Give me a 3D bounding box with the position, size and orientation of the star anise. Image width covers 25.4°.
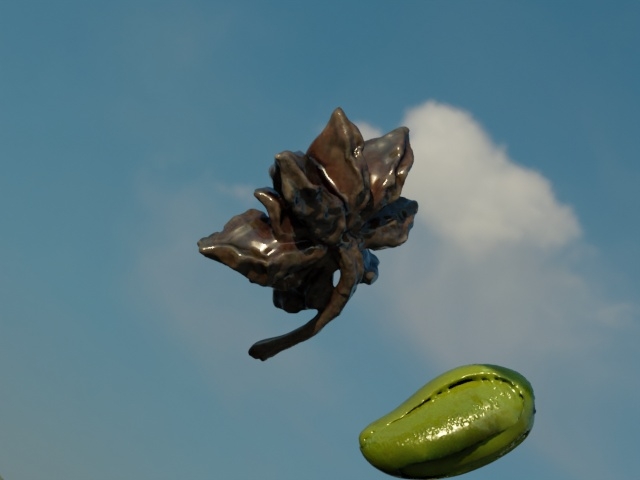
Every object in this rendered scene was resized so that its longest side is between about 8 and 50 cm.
[{"bbox_3d":[0.000,0.001,1.170,0.089,0.209,0.231,47,-30,44],"label":"star anise"}]

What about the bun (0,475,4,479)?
[{"bbox_3d":[-0.368,0.303,1.352,0.283,0.179,0.283,16,-62,32],"label":"bun"}]

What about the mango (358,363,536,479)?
[{"bbox_3d":[0.115,0.167,1.283,0.074,0.165,0.091,70,1,-58],"label":"mango"}]
